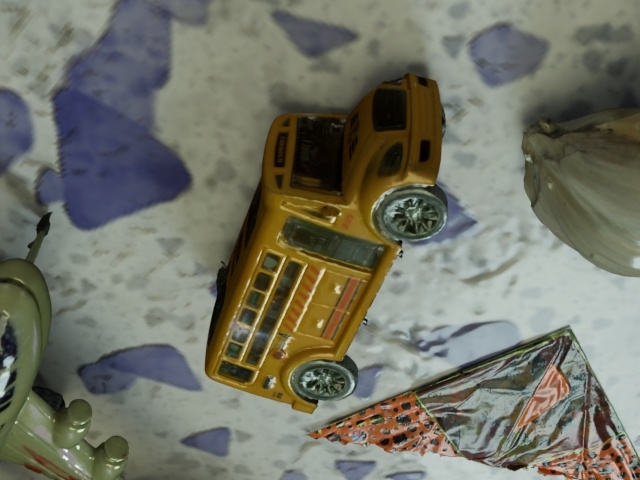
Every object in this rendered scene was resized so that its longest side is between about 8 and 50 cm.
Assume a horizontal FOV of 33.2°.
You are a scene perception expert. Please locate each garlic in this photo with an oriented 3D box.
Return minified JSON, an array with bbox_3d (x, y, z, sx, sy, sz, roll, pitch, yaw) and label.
[{"bbox_3d":[0.134,-0.025,0.441,0.094,0.074,0.113,2,148,-13],"label":"garlic"}]

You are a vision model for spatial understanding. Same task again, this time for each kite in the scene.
[{"bbox_3d":[0.112,0.090,0.590,0.222,0.008,0.125,11,129,-9],"label":"kite"}]

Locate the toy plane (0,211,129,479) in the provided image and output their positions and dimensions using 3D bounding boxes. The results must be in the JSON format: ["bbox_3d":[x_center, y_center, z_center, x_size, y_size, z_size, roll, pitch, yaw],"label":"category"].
[{"bbox_3d":[-0.174,0.085,0.524,0.241,0.104,0.256,25,127,-11],"label":"toy plane"}]

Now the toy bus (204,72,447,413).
[{"bbox_3d":[0.000,0.000,0.469,0.074,0.070,0.162,16,131,-10],"label":"toy bus"}]
